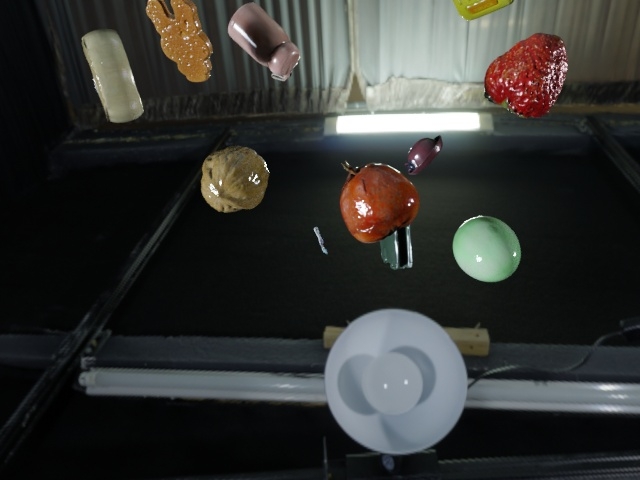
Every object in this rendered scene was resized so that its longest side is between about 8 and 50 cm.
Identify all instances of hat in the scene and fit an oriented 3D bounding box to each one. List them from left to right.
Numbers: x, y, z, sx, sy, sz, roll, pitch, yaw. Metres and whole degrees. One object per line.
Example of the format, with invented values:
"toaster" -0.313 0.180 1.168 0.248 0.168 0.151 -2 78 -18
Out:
"hat" 0.425 -0.369 2.340 0.089 0.205 0.205 40 -145 -8

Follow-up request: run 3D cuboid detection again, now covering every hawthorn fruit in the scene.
"hawthorn fruit" 0.179 -0.152 1.910 0.276 0.307 0.276 -34 -177 2

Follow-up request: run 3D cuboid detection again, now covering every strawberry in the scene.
"strawberry" 0.692 -0.549 1.847 0.257 0.277 0.257 23 -156 -11

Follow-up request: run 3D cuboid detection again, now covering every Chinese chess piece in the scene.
"Chinese chess piece" -0.574 -0.450 1.540 0.103 0.250 0.250 -20 -146 -17

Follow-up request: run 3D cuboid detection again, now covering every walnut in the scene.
"walnut" -0.250 -0.175 1.617 0.213 0.213 0.213 -3 -149 2

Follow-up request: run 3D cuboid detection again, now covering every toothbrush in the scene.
"toothbrush" 0.000 0.000 1.366 0.013 0.131 0.011 34 -105 26

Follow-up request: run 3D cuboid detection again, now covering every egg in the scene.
"egg" 0.585 0.031 1.973 0.220 0.220 0.270 -6 -152 -3

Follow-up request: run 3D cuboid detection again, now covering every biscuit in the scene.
"biscuit" -0.500 -0.738 2.046 0.202 0.334 0.047 2 -135 23

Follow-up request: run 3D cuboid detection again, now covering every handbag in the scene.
"handbag" 0.293 -0.024 2.258 0.079 0.260 0.247 -5 -172 -10

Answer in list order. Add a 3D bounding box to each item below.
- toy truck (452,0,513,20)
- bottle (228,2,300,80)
"toy truck" 0.356 -0.750 1.369 0.180 0.405 0.254 -6 -138 44
"bottle" -0.223 -0.806 2.299 0.297 0.206 0.173 43 -119 6
